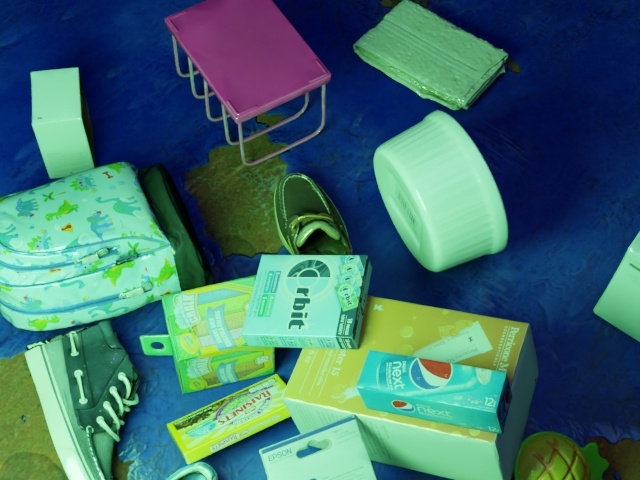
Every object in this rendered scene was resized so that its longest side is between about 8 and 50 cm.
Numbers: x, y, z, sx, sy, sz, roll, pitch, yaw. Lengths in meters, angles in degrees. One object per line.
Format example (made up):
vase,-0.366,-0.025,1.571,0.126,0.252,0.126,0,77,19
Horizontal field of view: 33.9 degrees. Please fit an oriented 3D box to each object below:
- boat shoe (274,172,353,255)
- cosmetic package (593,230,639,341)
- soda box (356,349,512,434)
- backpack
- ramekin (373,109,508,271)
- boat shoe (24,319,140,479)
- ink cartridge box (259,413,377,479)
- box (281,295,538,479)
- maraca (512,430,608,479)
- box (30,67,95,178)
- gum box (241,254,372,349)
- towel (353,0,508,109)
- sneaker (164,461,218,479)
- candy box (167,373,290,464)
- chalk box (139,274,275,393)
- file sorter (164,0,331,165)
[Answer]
boat shoe,0.000,0.000,1.890,0.123,0.123,0.342,-12,59,-9
cosmetic package,0.613,0.034,1.830,0.138,0.224,0.224,35,63,16
soda box,0.165,0.217,1.518,0.210,0.071,0.067,7,57,23
backpack,-0.404,0.012,1.811,0.355,0.273,0.290,-25,48,-1
ramekin,0.205,-0.079,1.866,0.135,0.277,0.277,-26,62,-9
boat shoe,-0.354,0.277,1.697,0.158,0.127,0.340,-24,59,-10
ink cartridge box,0.023,0.440,1.555,0.165,0.065,0.332,-16,86,-22
box,0.148,0.232,1.669,0.345,0.168,0.215,8,56,23
maraca,0.388,0.372,1.686,0.186,0.099,0.127,10,74,-23
box,-0.484,-0.220,1.986,0.091,0.170,0.130,-7,59,-6
gum box,-0.020,0.097,1.693,0.184,0.041,0.157,-1,53,18
towel,0.233,-0.387,2.191,0.282,0.049,0.187,35,61,20
sneaker,-0.254,0.434,1.630,0.085,0.086,0.237,38,65,18
candy box,-0.142,0.291,1.728,0.206,0.027,0.105,-23,29,-16
chalk box,-0.194,0.165,1.775,0.213,0.132,0.132,-13,59,-9
file sorter,-0.140,-0.319,2.054,0.202,0.182,0.290,-27,61,-16
